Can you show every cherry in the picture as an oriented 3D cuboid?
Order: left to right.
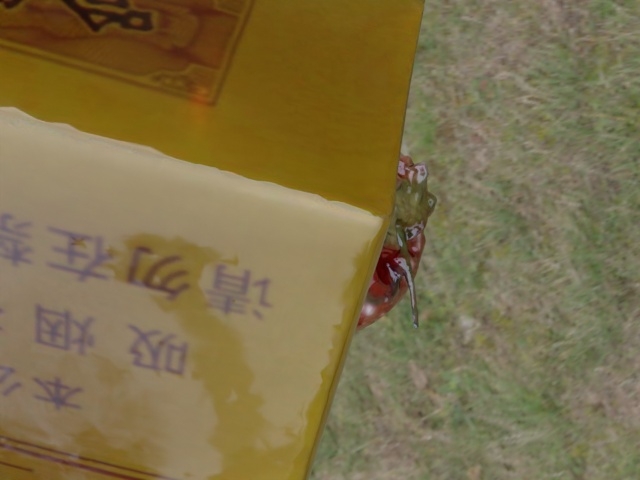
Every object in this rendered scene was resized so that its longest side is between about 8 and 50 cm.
[{"bbox_3d":[0.000,0.000,1.162,0.249,0.175,0.192,-23,62,61],"label":"cherry"}]

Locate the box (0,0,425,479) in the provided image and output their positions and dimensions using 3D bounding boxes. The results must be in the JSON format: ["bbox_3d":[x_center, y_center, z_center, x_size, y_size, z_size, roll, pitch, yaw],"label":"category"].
[{"bbox_3d":[-0.130,0.065,0.501,0.264,0.116,0.415,14,136,-2],"label":"box"}]
